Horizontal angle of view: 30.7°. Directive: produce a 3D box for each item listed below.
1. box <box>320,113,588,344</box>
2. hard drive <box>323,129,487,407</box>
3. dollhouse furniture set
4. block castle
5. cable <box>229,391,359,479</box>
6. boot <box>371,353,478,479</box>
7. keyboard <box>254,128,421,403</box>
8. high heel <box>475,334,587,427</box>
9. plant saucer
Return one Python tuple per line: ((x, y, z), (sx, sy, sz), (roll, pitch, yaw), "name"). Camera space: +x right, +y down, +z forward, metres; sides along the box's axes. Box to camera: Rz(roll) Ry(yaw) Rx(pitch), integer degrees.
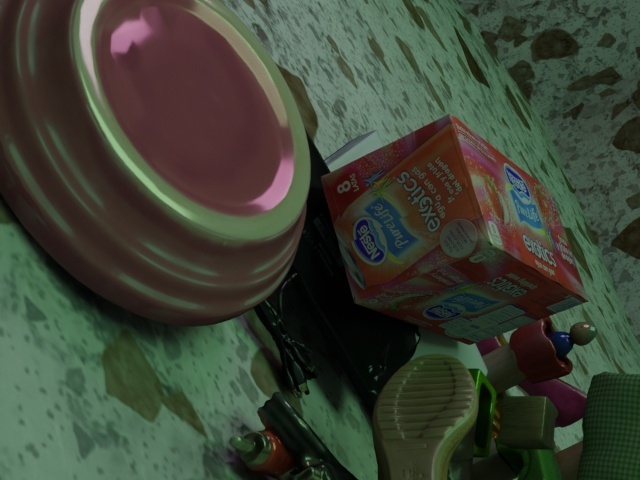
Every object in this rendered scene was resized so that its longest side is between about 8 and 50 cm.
((0.146, 0.002, 1.207), (0.300, 0.154, 0.142), (23, 47, -57), "box")
((0.075, 0.056, 1.287), (0.210, 0.040, 0.318), (-40, 108, -56), "hard drive")
((0.241, 0.206, 1.139), (0.151, 0.301, 0.197), (40, 54, -49), "dollhouse furniture set")
((0.328, 0.330, 1.394), (0.303, 0.213, 0.453), (50, 21, -28), "block castle")
((0.001, 0.221, 1.003), (0.139, 0.072, 0.287), (61, 5, 29), "cable")
((0.093, 0.245, 1.026), (0.248, 0.090, 0.207), (-73, 161, -53), "boot")
((-0.020, 0.024, 1.129), (0.317, 0.033, 0.201), (59, 42, -13), "keyboard")
((0.300, 0.166, 1.715), (0.244, 0.117, 0.082), (64, 19, 11), "high heel")
((-0.122, -0.096, 0.948), (0.332, 0.084, 0.332), (30, 45, -36), "plant saucer")
